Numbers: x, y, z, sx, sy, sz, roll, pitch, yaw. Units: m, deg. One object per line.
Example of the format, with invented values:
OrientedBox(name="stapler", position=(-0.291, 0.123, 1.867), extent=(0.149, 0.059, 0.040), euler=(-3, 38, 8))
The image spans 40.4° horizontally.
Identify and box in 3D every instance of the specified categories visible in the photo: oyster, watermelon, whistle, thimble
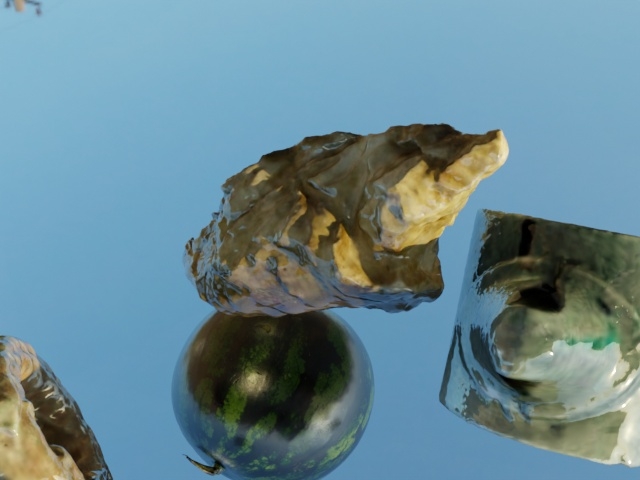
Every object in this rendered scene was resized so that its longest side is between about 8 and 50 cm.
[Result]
OrientedBox(name="oyster", position=(0.001, 0.005, 0.691), extent=(0.341, 0.166, 0.110), euler=(-12, -121, 35))
OrientedBox(name="watermelon", position=(-0.059, 0.196, 1.122), extent=(0.269, 0.269, 0.269), euler=(-4, -145, 3))
OrientedBox(name="whistle", position=(0.266, 0.079, 0.731), extent=(0.405, 0.168, 0.188), euler=(8, -175, -28))
OrientedBox(name="thimble", position=(-0.284, 0.197, 0.762), extent=(0.148, 0.196, 0.229), euler=(-32, -172, -9))
